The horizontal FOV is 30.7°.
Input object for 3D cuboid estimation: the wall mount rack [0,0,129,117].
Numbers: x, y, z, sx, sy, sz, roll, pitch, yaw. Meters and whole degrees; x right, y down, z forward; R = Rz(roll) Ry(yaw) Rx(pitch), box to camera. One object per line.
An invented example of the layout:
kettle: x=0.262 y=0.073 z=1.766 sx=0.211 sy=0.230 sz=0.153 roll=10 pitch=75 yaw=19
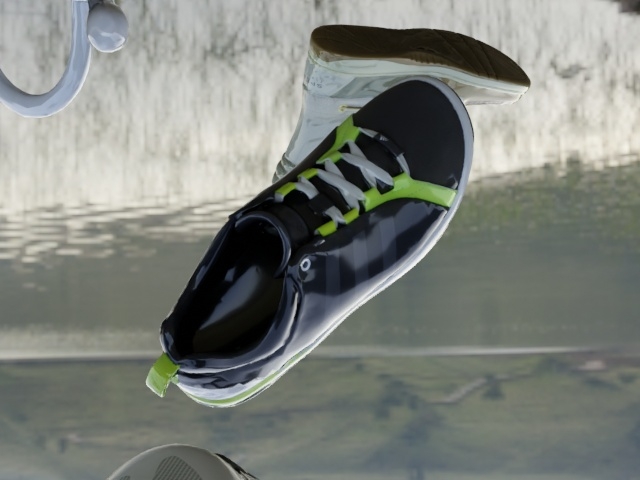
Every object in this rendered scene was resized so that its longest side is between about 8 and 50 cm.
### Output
wall mount rack: x=-0.162 y=-0.219 z=0.570 sx=0.304 sy=0.350 sz=0.130 roll=13 pitch=-159 yaw=37

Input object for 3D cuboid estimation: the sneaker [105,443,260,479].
sneaker: x=-0.153 y=0.145 z=0.369 sx=0.169 sy=0.257 sz=0.447 roll=-31 pitch=-167 yaw=24

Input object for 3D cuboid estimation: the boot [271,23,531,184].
boot: x=0.070 y=-0.103 z=1.040 sx=0.213 sy=0.165 sz=0.077 roll=1 pitch=-143 yaw=-24

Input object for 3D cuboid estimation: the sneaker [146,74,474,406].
sneaker: x=0.000 y=0.000 z=0.626 sx=0.084 sy=0.235 sz=0.097 roll=38 pitch=173 yaw=16
